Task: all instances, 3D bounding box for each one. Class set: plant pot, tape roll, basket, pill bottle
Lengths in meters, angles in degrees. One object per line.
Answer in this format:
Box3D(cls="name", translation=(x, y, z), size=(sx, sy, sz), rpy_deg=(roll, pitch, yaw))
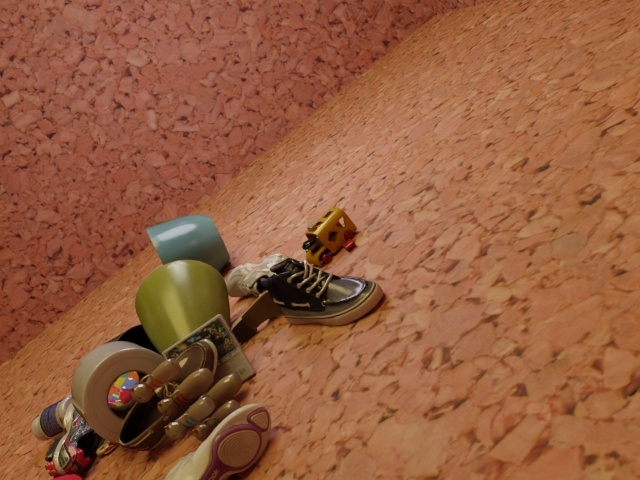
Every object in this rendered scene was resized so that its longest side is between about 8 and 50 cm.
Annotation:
Box3D(cls="plant pot", translation=(-0.485, 0.037, 2.388), size=(0.235, 0.292, 0.293), rpy_deg=(-27, 17, -13))
Box3D(cls="plant pot", translation=(-0.366, 0.247, 1.785), size=(0.275, 0.274, 0.293), rpy_deg=(-38, 36, 2))
Box3D(cls="tape roll", translation=(-0.522, 0.398, 1.689), size=(0.246, 0.246, 0.169), rpy_deg=(-48, 22, -24))
Box3D(cls="basket", translation=(-0.652, 0.387, 2.089), size=(0.227, 0.154, 0.204), rpy_deg=(-22, 31, 47))
Box3D(cls="pill bottle", translation=(-0.837, 0.576, 2.039), size=(0.187, 0.112, 0.112), rpy_deg=(-28, 22, 25))

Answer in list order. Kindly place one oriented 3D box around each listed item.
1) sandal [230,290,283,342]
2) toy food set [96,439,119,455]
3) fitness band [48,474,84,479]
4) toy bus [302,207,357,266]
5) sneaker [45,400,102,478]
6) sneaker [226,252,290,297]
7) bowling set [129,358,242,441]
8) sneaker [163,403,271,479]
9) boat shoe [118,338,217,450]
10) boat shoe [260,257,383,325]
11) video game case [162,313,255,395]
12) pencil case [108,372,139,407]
Box3D(cls="sandal", translation=(-0.160, 0.182, 1.767), size=(0.240, 0.088, 0.079), rpy_deg=(-41, 25, 8))
Box3D(cls="toy food set", translation=(-0.584, 0.561, 1.768), size=(0.083, 0.020, 0.082), rpy_deg=(-33, 20, 16))
Box3D(cls="fitness band", translation=(-0.702, 0.702, 1.603), size=(0.291, 0.054, 0.209), rpy_deg=(-23, 26, 25))
Box3D(cls="toy bus", translation=(0.005, -0.008, 1.872), size=(0.191, 0.104, 0.202), rpy_deg=(-30, 21, 22))
Box3D(cls="sneaker", translation=(-0.673, 0.550, 1.820), size=(0.112, 0.120, 0.299), rpy_deg=(-26, 29, 13))
Box3D(cls="sneaker", translation=(-0.206, 0.130, 1.957), size=(0.263, 0.099, 0.121), rpy_deg=(-27, 27, 32))
Box3D(cls="bowling set", translation=(-0.277, 0.392, 1.393), size=(0.154, 0.287, 0.199), rpy_deg=(-40, 52, 13))
Box3D(cls="sneaker", translation=(-0.230, 0.442, 1.274), size=(0.305, 0.114, 0.152), rpy_deg=(-46, 22, -20))
Box3D(cls="boat shoe", translation=(-0.373, 0.378, 1.549), size=(0.117, 0.097, 0.324), rpy_deg=(41, 98, 29))
Box3D(cls="boat shoe", translation=(-0.013, 0.116, 1.549), size=(0.341, 0.158, 0.127), rpy_deg=(-17, 29, 47))
Box3D(cls="video game case", translation=(-0.283, 0.308, 1.598), size=(0.190, 0.173, 0.022), rpy_deg=(-34, -8, 12))
Box3D(cls="pencil case", translation=(-0.566, 0.439, 1.896), size=(0.105, 0.104, 0.236), rpy_deg=(-24, 24, 35))
